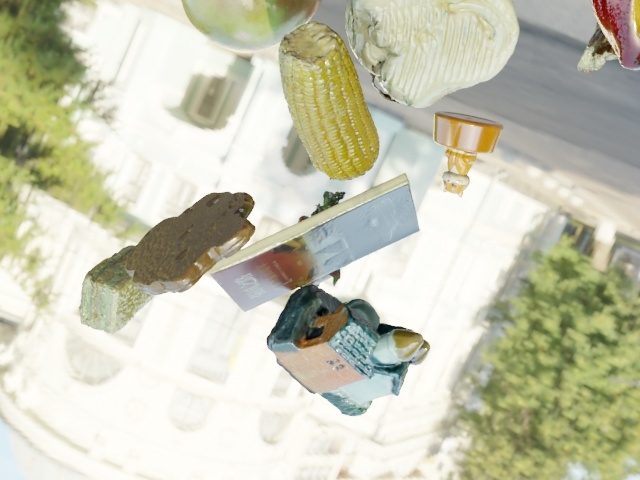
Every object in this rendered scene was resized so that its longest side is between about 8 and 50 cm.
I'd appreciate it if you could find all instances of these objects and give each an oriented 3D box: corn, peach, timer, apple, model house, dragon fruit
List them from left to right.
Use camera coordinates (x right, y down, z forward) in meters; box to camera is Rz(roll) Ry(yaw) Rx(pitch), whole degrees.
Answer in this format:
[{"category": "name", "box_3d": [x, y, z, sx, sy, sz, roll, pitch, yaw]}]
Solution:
[{"category": "apple", "box_3d": [-0.146, -0.549, 2.171, 0.319, 0.319, 0.277, 22, 166, -24]}, {"category": "dragon fruit", "box_3d": [0.003, 0.003, 2.179, 0.137, 0.236, 0.135, 26, -167, -31]}, {"category": "corn", "box_3d": [0.013, -0.222, 1.706, 0.131, 0.131, 0.344, 27, 160, 26]}, {"category": "model house", "box_3d": [0.092, 0.188, 1.919, 0.291, 0.184, 0.253, -16, 126, 46]}, {"category": "timer", "box_3d": [0.266, -0.158, 1.983, 0.132, 0.152, 0.132, 10, -167, -2]}, {"category": "peach", "box_3d": [0.456, -0.371, 1.464, 0.159, 0.267, 0.154, 28, -176, -25]}]

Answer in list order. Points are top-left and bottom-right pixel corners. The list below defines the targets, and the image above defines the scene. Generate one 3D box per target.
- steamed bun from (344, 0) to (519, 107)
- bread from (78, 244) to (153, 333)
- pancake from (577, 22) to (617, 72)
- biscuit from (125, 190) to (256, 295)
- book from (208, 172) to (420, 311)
[{"category": "steamed bun", "box_3d": [0.181, -0.388, 1.786, 0.268, 0.280, 0.207, 53, -168, -35]}, {"category": "bread", "box_3d": [-0.427, 0.098, 2.242, 0.102, 0.138, 0.196, 23, -143, 14]}, {"category": "pancake", "box_3d": [0.533, -0.369, 1.658, 0.056, 0.212, 0.257, 32, 166, -30]}, {"category": "biscuit", "box_3d": [-0.193, 0.005, 1.604, 0.290, 0.208, 0.041, -5, 132, 49]}, {"category": "book", "box_3d": [-0.001, 0.012, 1.870, 0.262, 0.374, 0.028, 62, -177, -70]}]
